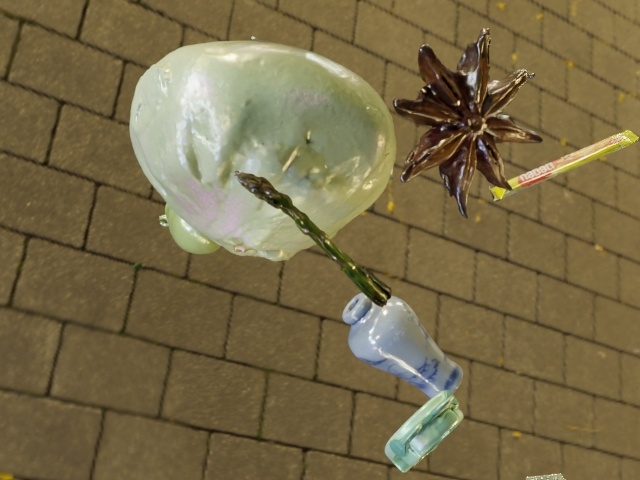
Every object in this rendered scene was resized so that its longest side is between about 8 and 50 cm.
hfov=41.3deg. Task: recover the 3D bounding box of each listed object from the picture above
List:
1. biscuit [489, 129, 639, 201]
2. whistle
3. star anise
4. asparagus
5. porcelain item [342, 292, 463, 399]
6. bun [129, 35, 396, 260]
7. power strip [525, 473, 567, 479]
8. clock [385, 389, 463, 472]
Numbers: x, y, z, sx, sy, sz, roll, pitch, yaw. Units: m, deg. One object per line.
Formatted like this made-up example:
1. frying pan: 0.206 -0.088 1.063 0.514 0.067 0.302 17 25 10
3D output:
1. biscuit: 0.460 -0.141 1.613 0.048 0.292 0.026 -107 172 -53
2. whistle: -0.158 -0.050 1.600 0.294 0.141 0.141 -8 79 -2
3. star anise: 0.201 -0.171 1.242 0.272 0.102 0.272 -4 100 -24
4. asparagus: 0.000 0.000 0.809 0.233 0.023 0.022 41 22 -36
5. porcelain item: 0.156 0.204 1.642 0.259 0.141 0.141 39 58 -12
6. bun: -0.067 -0.073 0.899 0.293 0.293 0.187 20 65 -27
7. power strip: 0.442 0.475 1.665 0.017 0.083 0.027 67 15 -51
8. clock: 0.179 0.323 1.445 0.148 0.188 0.060 -40 72 -10
